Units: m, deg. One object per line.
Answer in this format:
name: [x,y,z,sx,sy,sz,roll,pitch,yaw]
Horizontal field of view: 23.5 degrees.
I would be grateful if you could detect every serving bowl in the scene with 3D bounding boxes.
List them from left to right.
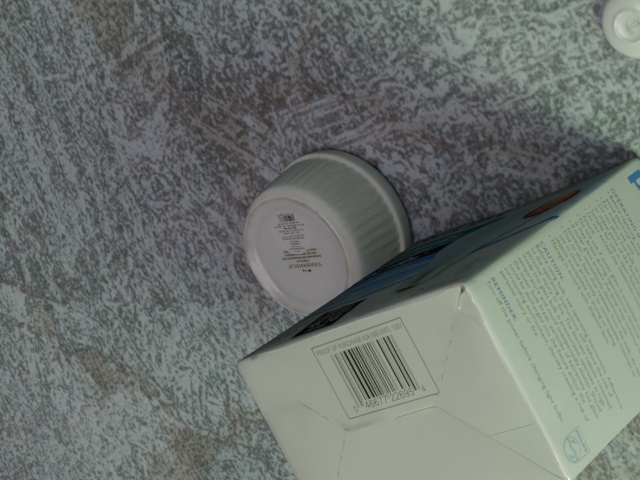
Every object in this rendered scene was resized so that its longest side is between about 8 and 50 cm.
serving bowl: [0.325,-0.225,1.590,0.083,0.027,0.083,18,123,30]

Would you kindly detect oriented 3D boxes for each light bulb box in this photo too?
light bulb box: [0.176,0.114,1.667,0.358,0.361,0.225,-23,97,44]

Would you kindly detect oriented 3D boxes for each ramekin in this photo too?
ramekin: [0.000,0.000,1.922,0.207,0.109,0.207,19,125,31]
